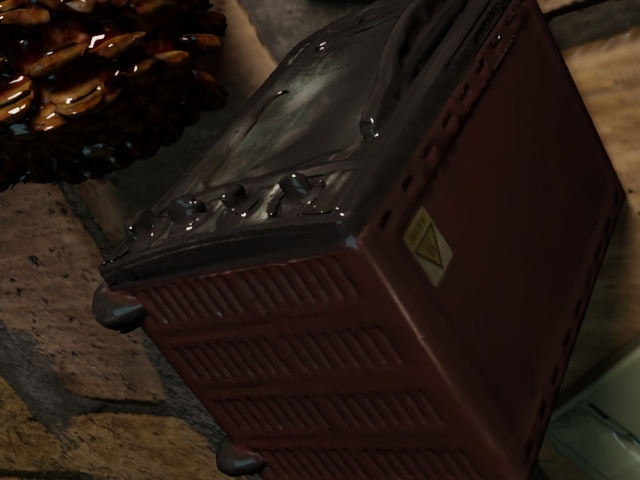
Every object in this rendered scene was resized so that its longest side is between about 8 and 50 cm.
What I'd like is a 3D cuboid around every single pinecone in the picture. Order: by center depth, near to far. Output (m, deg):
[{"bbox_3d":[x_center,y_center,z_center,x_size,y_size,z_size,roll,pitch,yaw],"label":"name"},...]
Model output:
[{"bbox_3d":[-0.167,-0.138,0.584,0.221,0.221,0.222,20,135,22],"label":"pinecone"}]

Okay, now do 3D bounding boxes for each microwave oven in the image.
[{"bbox_3d":[0.030,-0.013,0.499,0.178,0.247,0.188,-14,121,41],"label":"microwave oven"}]

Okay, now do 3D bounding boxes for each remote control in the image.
[{"bbox_3d":[0.254,0.098,0.593,0.123,0.038,0.285,37,141,7],"label":"remote control"}]
